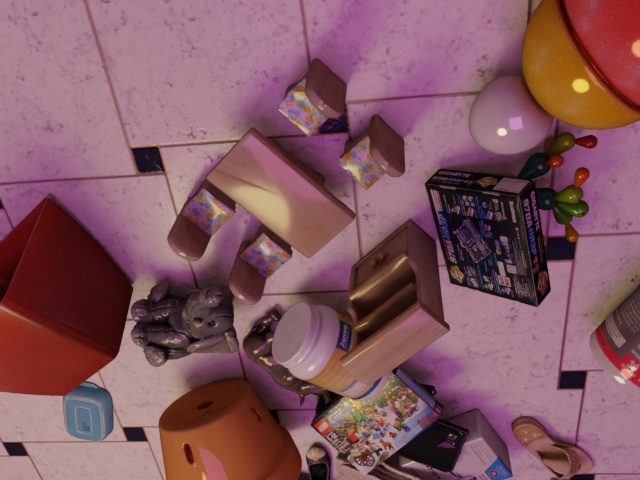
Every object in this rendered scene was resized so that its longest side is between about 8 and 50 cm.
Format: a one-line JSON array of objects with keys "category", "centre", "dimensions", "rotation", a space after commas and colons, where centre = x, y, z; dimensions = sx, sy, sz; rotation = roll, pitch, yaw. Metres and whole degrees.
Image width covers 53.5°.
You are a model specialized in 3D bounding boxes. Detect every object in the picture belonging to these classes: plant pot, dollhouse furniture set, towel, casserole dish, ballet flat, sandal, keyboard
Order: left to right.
[{"category": "plant pot", "centre": [-0.505, 0.135, 1.168], "dimensions": [0.267, 0.267, 0.236], "rotation": [-36, 124, 25]}, {"category": "casserole dish", "centre": [-0.542, 0.404, 1.469], "dimensions": [0.114, 0.037, 0.188], "rotation": [11, 125, -1]}, {"category": "plant pot", "centre": [-0.206, 0.424, 1.323], "dimensions": [0.291, 0.291, 0.203], "rotation": [-15, 103, 15]}, {"category": "ballet flat", "centre": [-0.002, 0.553, 1.502], "dimensions": [0.058, 0.049, 0.173], "rotation": [-3, 123, 7]}, {"category": "dollhouse furniture set", "centre": [0.000, 0.000, 1.015], "dimensions": [0.394, 0.256, 0.362], "rotation": [39, 118, -19]}, {"category": "keyboard", "centre": [0.151, 0.353, 1.326], "dimensions": [0.317, 0.033, 0.201], "rotation": [19, 114, 10]}, {"category": "towel", "centre": [0.167, 0.565, 1.426], "dimensions": [0.282, 0.049, 0.187], "rotation": [18, 144, 19]}, {"category": "sandal", "centre": [0.510, 0.480, 1.384], "dimensions": [0.240, 0.079, 0.088], "rotation": [38, 119, -18]}]

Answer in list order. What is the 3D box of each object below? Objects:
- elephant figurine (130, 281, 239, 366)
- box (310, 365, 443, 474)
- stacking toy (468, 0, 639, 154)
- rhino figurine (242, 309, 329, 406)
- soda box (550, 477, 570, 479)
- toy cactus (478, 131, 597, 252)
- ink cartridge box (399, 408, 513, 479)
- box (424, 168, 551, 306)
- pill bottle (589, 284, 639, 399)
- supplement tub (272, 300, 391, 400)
[{"category": "elephant figurine", "centre": [-0.219, 0.149, 1.184], "dimensions": [0.240, 0.186, 0.169], "rotation": [-15, 106, 25]}, {"category": "box", "centre": [0.112, 0.359, 1.299], "dimensions": [0.159, 0.044, 0.233], "rotation": [42, 116, -1]}, {"category": "stacking toy", "centre": [0.391, -0.265, 0.829], "dimensions": [0.351, 0.350, 0.480], "rotation": [37, 138, -17]}, {"category": "rhino figurine", "centre": [-0.061, 0.256, 1.298], "dimensions": [0.106, 0.073, 0.243], "rotation": [-34, 112, 18]}, {"category": "soda box", "centre": [0.618, 0.600, 1.465], "dimensions": [0.183, 0.058, 0.062], "rotation": [6, 123, 1]}, {"category": "toy cactus", "centre": [0.346, -0.082, 1.035], "dimensions": [0.181, 0.112, 0.218], "rotation": [16, 128, 18]}, {"category": "ink cartridge box", "centre": [0.295, 0.479, 1.401], "dimensions": [0.203, 0.085, 0.148], "rotation": [-29, 115, 22]}, {"category": "box", "centre": [0.278, -0.005, 1.050], "dimensions": [0.175, 0.051, 0.220], "rotation": [14, 134, 45]}, {"category": "pill bottle", "centre": [0.630, 0.120, 1.077], "dimensions": [0.176, 0.176, 0.318], "rotation": [24, 122, -10]}, {"category": "supplement tub", "centre": [0.024, 0.207, 1.196], "dimensions": [0.200, 0.144, 0.144], "rotation": [28, 122, -27]}]
